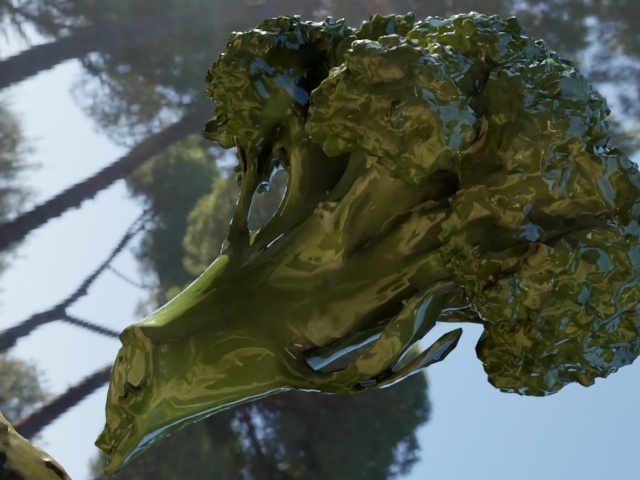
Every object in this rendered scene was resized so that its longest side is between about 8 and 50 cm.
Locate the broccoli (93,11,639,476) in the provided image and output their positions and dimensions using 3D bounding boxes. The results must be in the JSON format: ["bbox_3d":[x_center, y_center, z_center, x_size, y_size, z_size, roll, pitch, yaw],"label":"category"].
[{"bbox_3d":[0.014,-0.032,0.590,0.186,0.302,0.254,80,5,-58],"label":"broccoli"}]

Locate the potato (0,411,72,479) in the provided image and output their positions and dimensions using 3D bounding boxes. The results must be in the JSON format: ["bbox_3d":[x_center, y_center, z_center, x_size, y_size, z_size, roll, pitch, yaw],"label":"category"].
[{"bbox_3d":[-0.160,0.124,0.435,0.251,0.149,0.113,38,-64,13],"label":"potato"}]
